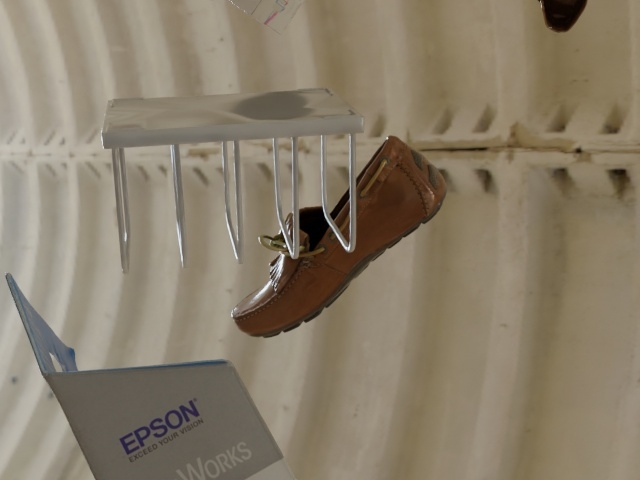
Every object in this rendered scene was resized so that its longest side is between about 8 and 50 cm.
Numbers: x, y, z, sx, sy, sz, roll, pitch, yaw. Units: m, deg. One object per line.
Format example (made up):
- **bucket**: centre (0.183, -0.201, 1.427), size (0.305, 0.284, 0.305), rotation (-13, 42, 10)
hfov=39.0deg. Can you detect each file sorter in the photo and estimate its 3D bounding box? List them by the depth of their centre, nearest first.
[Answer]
- **file sorter**: centre (-0.103, -0.074, 1.064), size (0.193, 0.278, 0.173), rotation (-119, -155, -68)

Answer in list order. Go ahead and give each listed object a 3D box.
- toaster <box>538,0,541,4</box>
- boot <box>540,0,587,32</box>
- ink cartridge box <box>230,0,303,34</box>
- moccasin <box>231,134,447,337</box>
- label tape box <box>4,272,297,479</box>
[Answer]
- **toaster**: centre (0.241, -0.382, 1.061), size (0.110, 0.186, 0.168), rotation (-41, -150, 25)
- **boot**: centre (0.226, -0.300, 0.807), size (0.073, 0.197, 0.152), rotation (3, -122, 18)
- **ink cartridge box**: centre (-0.096, -0.398, 1.414), size (0.092, 0.143, 0.090), rotation (38, -79, 17)
- **moccasin**: centre (-0.001, 0.002, 1.267), size (0.147, 0.139, 0.380), rotation (41, -57, -12)
- **label tape box**: centre (-0.082, 0.183, 0.638), size (0.347, 0.115, 0.249), rotation (61, -15, 14)
